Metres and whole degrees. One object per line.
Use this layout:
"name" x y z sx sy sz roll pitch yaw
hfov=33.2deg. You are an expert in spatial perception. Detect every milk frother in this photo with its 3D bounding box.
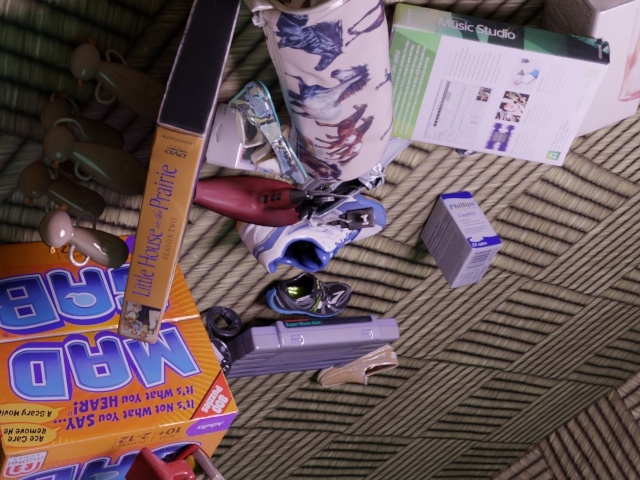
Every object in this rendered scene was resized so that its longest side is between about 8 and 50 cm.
"milk frother" -0.225 0.206 2.032 0.143 0.129 0.134 -25 -178 -42

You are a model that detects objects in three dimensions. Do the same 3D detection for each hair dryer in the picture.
"hair dryer" -0.064 -0.075 1.678 0.293 0.080 0.223 0 166 15

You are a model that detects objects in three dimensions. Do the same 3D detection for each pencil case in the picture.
"pencil case" 0.004 -0.242 1.476 0.183 0.160 0.410 -20 148 -5

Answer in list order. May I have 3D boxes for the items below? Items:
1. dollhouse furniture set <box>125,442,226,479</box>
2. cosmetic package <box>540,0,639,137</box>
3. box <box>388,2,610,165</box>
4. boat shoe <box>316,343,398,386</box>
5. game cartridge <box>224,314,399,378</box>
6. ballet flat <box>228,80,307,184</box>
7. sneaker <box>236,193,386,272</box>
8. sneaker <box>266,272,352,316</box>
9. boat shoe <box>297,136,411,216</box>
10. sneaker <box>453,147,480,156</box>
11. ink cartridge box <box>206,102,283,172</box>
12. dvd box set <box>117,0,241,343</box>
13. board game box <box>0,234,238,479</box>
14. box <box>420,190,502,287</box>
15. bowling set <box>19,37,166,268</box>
"dollhouse furniture set" -0.336 0.404 1.549 0.374 0.152 0.201 -41 150 -10
"cosmetic package" 0.436 -0.322 1.690 0.129 0.153 0.296 -20 150 -9
"box" 0.248 -0.232 1.635 0.321 0.059 0.232 9 143 -3
"boat shoe" 0.086 0.295 2.426 0.189 0.072 0.068 -24 149 -4
"game cartridge" -0.040 0.214 2.167 0.355 0.068 0.230 -1 154 -36
"ballet flat" -0.078 -0.139 1.502 0.070 0.070 0.188 -27 130 0
"sneaker" 0.000 0.000 1.866 0.296 0.131 0.112 -7 142 -31
"sneaker" -0.013 0.104 2.071 0.188 0.067 0.078 3 145 -35
"boat shoe" 0.069 -0.115 1.791 0.227 0.081 0.079 -33 149 11
"sneaker" 0.268 -0.208 1.802 0.132 0.086 0.229 -18 149 -9
"ink cartridge box" -0.109 -0.148 1.565 0.122 0.052 0.089 -1 104 -66
"dvd box set" -0.187 -0.104 1.419 0.062 0.308 0.420 14 139 -6
"board game box" -0.400 0.244 1.711 0.356 0.356 0.357 -5 143 -32
"box" 0.267 -0.003 2.053 0.072 0.137 0.126 -11 146 -26
"bowling set" -0.337 -0.103 1.425 0.199 0.287 0.154 -5 158 43
